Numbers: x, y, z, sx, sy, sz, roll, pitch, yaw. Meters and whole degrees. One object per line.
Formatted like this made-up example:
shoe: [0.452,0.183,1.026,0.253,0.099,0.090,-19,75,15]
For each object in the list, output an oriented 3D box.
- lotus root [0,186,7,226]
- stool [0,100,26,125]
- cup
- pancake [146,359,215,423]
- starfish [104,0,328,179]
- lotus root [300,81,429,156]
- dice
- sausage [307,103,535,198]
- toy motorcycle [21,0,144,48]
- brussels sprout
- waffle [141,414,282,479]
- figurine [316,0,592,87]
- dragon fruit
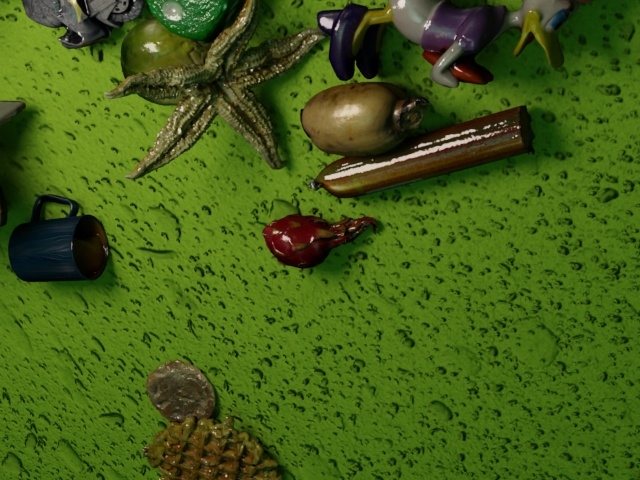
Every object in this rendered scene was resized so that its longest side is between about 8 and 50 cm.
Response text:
lotus root: [-0.666,-0.081,1.948,0.267,0.260,0.149,-4,94,-7]
stool: [-0.664,-0.287,1.840,0.270,0.170,0.243,6,128,25]
cup: [-0.461,0.002,2.010,0.138,0.150,0.113,-4,148,21]
pancake: [-0.260,0.286,2.120,0.140,0.022,0.139,7,117,13]
starfish: [-0.157,-0.240,1.714,0.358,0.078,0.347,6,126,-37]
lotus root: [0.071,-0.186,1.724,0.221,0.125,0.118,-1,114,27]
dice: [-0.184,-0.380,1.709,0.131,0.128,0.120,39,118,-2]
sausage: [0.147,-0.124,1.762,0.372,0.082,0.082,-14,110,24]
toy motorcycle: [-0.422,-0.400,1.790,0.307,0.108,0.173,27,126,6]
brussels sprout: [-0.238,-0.286,1.780,0.155,0.117,0.155,-7,129,-8]
waffle: [-0.200,0.431,2.145,0.245,0.052,0.254,-24,113,26]
figurine: [0.209,-0.314,1.610,0.421,0.154,0.193,6,102,19]
dragon fruit: [0.000,0.000,1.865,0.191,0.094,0.094,-4,114,7]
